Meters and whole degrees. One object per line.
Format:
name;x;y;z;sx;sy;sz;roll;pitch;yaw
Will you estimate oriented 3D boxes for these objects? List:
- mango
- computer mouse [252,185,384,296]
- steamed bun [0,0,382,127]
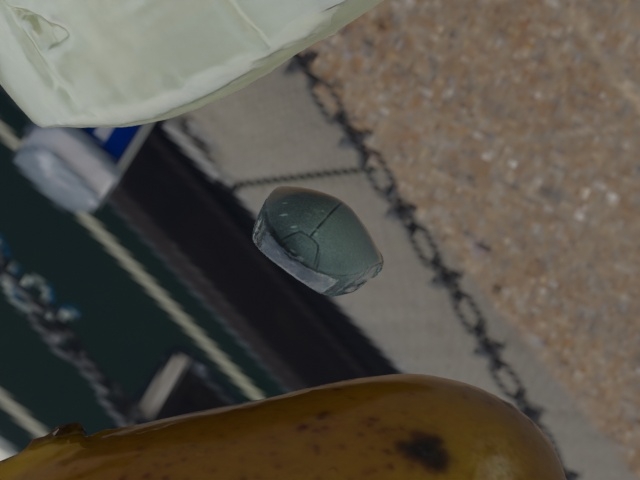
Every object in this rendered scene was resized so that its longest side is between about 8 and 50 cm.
mango;-0.031;0.154;0.547;0.191;0.290;0.160;48;166;35
computer mouse;0.003;-0.005;1.423;0.113;0.068;0.229;37;-175;3
steamed bun;-0.088;-0.307;1.058;0.456;0.290;0.371;-18;114;40
